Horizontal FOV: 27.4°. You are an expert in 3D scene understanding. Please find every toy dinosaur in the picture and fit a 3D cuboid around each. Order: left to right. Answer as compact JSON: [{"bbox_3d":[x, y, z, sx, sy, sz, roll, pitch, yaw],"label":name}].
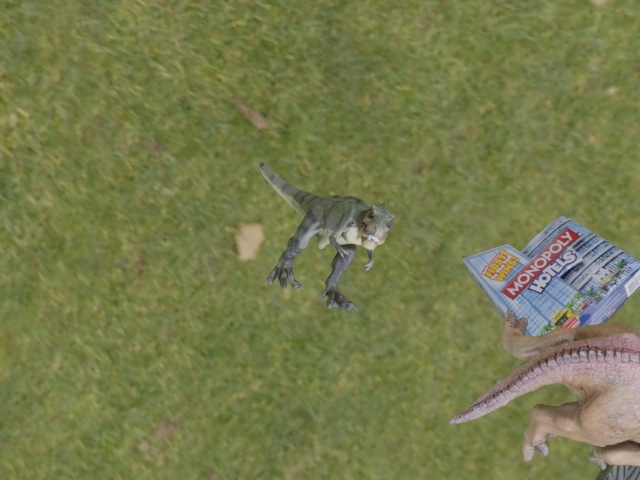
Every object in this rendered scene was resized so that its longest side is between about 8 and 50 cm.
[{"bbox_3d":[0.000,0.000,1.317,0.064,0.268,0.118,8,98,-32],"label":"toy dinosaur"},{"bbox_3d":[0.252,0.111,0.974,0.296,0.200,0.127,13,79,-24],"label":"toy dinosaur"}]

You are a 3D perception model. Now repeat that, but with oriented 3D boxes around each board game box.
[{"bbox_3d":[0.289,0.050,1.704,0.194,0.194,0.060,-44,138,-11],"label":"board game box"}]

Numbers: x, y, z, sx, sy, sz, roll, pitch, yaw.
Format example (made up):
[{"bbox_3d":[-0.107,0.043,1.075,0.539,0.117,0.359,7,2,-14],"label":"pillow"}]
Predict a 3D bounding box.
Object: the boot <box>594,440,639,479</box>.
[{"bbox_3d":[0.378,0.267,1.621,0.076,0.208,0.189,36,114,1],"label":"boot"}]
